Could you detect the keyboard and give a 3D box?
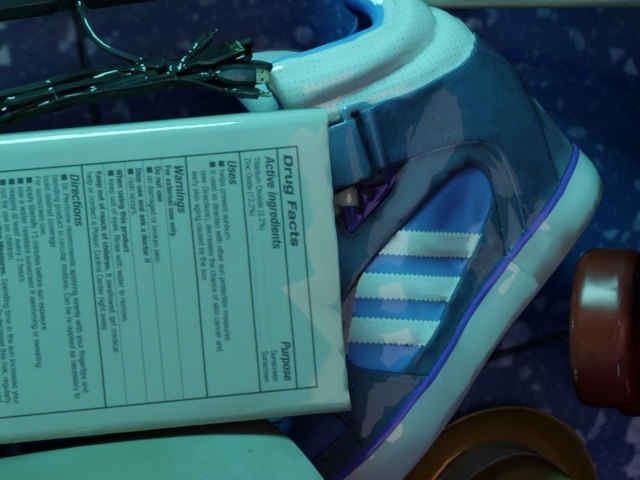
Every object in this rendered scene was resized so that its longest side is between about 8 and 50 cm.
[{"bbox_3d":[-0.142,-0.144,0.875,0.317,0.033,0.202,-12,63,-23],"label":"keyboard"}]

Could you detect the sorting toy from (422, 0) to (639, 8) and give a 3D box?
[{"bbox_3d":[0.142,-0.234,0.958,0.193,0.038,0.208,0,127,1],"label":"sorting toy"}]

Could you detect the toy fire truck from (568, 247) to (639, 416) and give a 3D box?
[{"bbox_3d":[0.270,-0.011,1.018,0.302,0.169,0.254,23,70,-68],"label":"toy fire truck"}]

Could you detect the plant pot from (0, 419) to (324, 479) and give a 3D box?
[{"bbox_3d":[-0.119,0.228,0.801,0.280,0.323,0.323,-26,105,-21],"label":"plant pot"}]

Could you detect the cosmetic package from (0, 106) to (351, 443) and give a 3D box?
[{"bbox_3d":[-0.146,0.019,0.832,0.309,0.113,0.160,-4,96,-4],"label":"cosmetic package"}]

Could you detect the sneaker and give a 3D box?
[{"bbox_3d":[0.000,0.000,0.961,0.236,0.130,0.323,41,82,-12],"label":"sneaker"}]

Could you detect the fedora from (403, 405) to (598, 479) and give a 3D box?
[{"bbox_3d":[0.130,0.209,1.055,0.194,0.079,0.194,-2,95,-26],"label":"fedora"}]
